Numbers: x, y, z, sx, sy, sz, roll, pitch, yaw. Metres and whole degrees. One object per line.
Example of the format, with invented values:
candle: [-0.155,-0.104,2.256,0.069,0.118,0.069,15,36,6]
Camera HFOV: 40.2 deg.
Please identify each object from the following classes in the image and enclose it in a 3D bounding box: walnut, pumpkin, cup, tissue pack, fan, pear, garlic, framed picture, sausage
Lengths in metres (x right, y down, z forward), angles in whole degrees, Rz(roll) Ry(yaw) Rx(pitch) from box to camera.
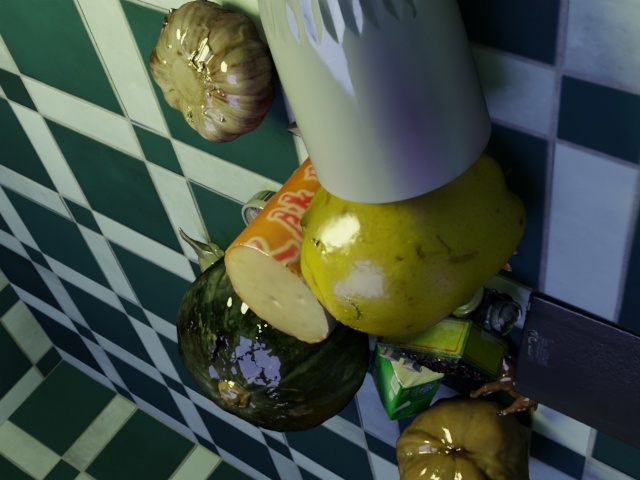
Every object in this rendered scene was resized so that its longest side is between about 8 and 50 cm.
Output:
walnut: [0.308,0.495,1.877,0.306,0.306,0.344,29,163,19]
pumpkin: [-0.109,0.224,1.928,0.454,0.344,0.454,28,143,24]
cup: [0.061,-0.247,1.121,0.253,0.253,0.371,15,143,38]
tissue pack: [0.203,0.266,1.855,0.209,0.156,0.148,94,157,-59]
fan: [-0.051,-0.016,1.796,0.244,0.074,0.130,29,150,18]
pear: [0.134,-0.005,1.315,0.285,0.336,0.284,38,136,48]
garlic: [-0.165,-0.285,1.460,0.245,0.161,0.244,27,131,36]
framed picture: [0.503,0.245,1.514,0.339,0.014,0.255,22,135,27]
sausage: [0.000,0.000,1.528,0.233,0.287,0.233,29,152,17]

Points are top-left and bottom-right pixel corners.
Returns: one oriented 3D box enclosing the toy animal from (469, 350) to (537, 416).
toy animal: [0.352,0.242,1.696,0.224,0.066,0.229,31,139,5]

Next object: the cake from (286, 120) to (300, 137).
cake: [-0.005,-0.201,1.491,0.121,0.052,0.065,21,153,33]

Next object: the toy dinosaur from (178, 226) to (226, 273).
toy dinosaur: [-0.246,0.086,2.157,0.162,0.077,0.294,45,162,56]

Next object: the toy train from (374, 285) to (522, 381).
toy train: [0.231,0.150,1.558,0.134,0.177,0.261,32,161,-36]

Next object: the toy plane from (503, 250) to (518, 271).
toy plane: [0.253,-0.023,1.442,0.135,0.062,0.188,-2,118,52]
